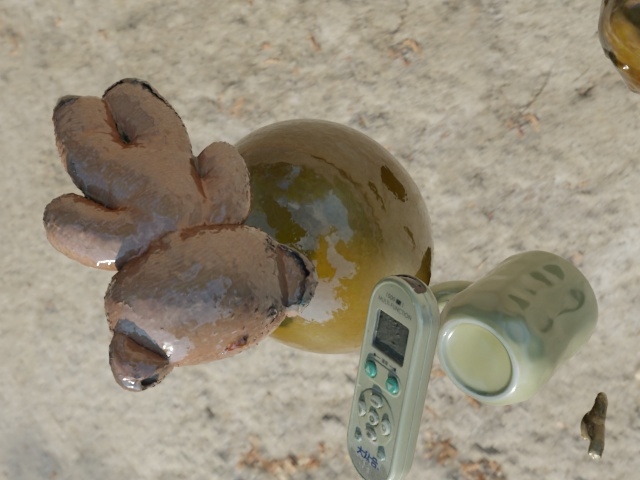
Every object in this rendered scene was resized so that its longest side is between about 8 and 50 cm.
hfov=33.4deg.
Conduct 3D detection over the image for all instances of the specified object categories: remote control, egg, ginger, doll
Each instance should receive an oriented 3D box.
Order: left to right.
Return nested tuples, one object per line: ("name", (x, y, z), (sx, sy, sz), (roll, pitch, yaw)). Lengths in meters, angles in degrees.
("doll", (-0.146, -0.009, 0.982), (0.303, 0.201, 0.156), (59, 160, 27))
("egg", (0.000, 0.000, 1.353), (0.282, 0.282, 0.351), (-4, 144, 33))
("remote control", (0.070, 0.136, 1.018), (0.078, 0.042, 0.221), (34, 122, 48))
("ginger", (0.353, 0.242, 1.380), (0.030, 0.097, 0.048), (13, 145, 5))
("ginger", (0.514, -0.312, 1.449), (0.269, 0.200, 0.223), (-13, 75, 15))

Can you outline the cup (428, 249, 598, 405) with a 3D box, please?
("cup", (0.243, 0.102, 1.524), (0.255, 0.202, 0.173), (34, 132, 25))
